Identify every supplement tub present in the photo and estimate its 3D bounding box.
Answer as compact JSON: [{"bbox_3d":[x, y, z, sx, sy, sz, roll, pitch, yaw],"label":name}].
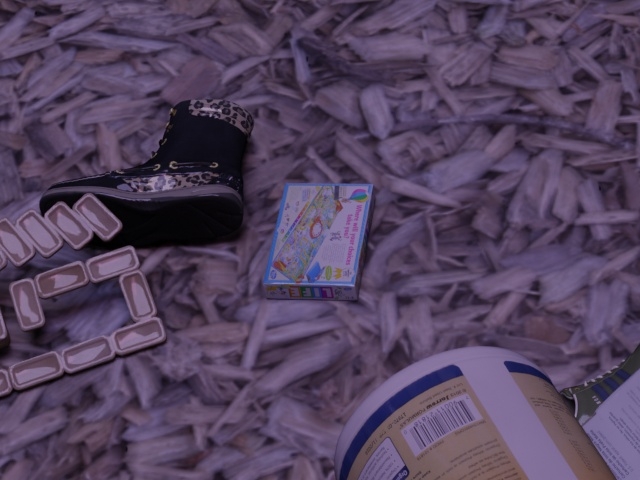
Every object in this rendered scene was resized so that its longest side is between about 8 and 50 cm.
[{"bbox_3d":[0.169,0.273,1.748,0.228,0.228,0.316,-22,47,-9],"label":"supplement tub"}]

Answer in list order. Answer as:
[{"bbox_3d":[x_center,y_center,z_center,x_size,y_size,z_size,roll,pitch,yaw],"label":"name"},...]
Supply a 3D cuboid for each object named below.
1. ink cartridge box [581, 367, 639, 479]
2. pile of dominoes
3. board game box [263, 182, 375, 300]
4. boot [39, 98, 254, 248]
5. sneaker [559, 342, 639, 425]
[{"bbox_3d":[0.376,0.202,1.832,0.224,0.045,0.223,-44,67,11],"label":"ink cartridge box"},{"bbox_3d":[-0.315,0.065,2.148,0.251,0.040,0.196,-18,73,-6],"label":"pile of dominoes"},{"bbox_3d":[0.000,0.000,2.174,0.103,0.026,0.154,1,48,12],"label":"board game box"},{"bbox_3d":[-0.193,-0.081,2.255,0.236,0.085,0.178,-1,43,11],"label":"boot"},{"bbox_3d":[0.282,0.157,1.945,0.086,0.064,0.192,18,57,20],"label":"sneaker"}]
